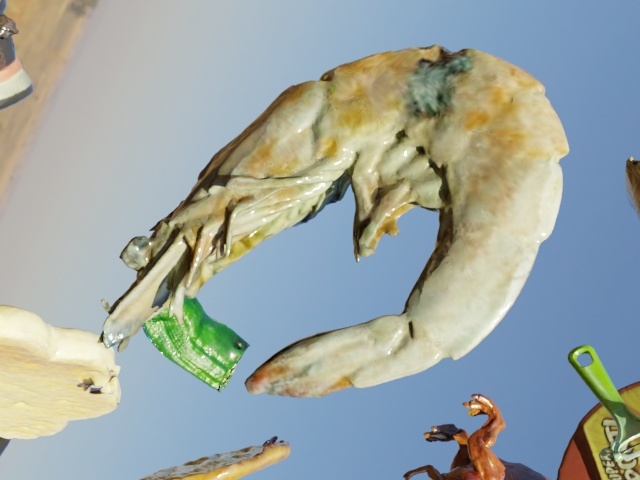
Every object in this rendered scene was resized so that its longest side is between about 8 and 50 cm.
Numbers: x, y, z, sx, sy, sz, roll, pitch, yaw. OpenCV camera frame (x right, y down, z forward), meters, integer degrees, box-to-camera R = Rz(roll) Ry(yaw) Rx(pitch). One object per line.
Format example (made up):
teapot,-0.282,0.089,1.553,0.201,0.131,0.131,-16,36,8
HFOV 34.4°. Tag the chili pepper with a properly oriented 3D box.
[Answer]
chili pepper,-0.180,0.133,1.456,0.098,0.224,0.061,-46,-138,-11

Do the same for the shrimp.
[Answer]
shrimp,0.000,0.000,0.706,0.360,0.085,0.247,-28,-123,10

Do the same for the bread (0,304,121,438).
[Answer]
bread,-0.338,0.129,0.988,0.316,0.316,0.054,-43,-137,53

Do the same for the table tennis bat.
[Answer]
table tennis bat,0.423,0.337,1.429,0.414,0.051,0.268,-26,-132,19

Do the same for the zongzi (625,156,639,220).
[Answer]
zongzi,0.551,-0.065,1.493,0.194,0.197,0.099,-82,162,-59

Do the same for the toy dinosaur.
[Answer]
toy dinosaur,0.260,0.344,1.567,0.097,0.432,0.208,93,-14,-55

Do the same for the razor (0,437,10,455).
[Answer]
razor,-0.577,0.322,1.385,0.349,0.204,0.113,-51,-177,8

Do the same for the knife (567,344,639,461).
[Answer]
knife,0.293,0.162,1.052,0.078,0.023,0.166,-22,-150,-1

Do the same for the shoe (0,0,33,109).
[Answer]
shoe,-0.385,-0.222,0.945,0.114,0.291,0.137,-40,150,-44

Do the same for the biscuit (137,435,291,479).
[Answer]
biscuit,-0.137,0.314,1.434,0.203,0.260,0.041,-22,-100,33
